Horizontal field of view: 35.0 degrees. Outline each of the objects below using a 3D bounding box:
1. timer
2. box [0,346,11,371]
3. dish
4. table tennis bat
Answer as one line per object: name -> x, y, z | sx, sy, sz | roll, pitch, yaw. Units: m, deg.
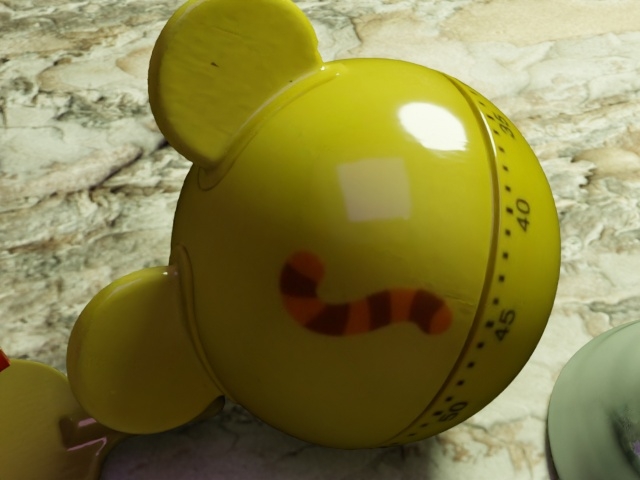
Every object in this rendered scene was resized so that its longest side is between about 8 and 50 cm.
timer -> 0.000, 0.000, 0.867 | 0.387, 0.376, 0.376 | 11, 47, -28
box -> -0.420, 0.130, 0.918 | 0.245, 0.035, 0.139 | -33, 52, -21
dish -> 0.376, 0.173, 0.937 | 0.317, 0.106, 0.316 | 2, 51, -3
table tennis bat -> -0.243, 0.179, 0.912 | 0.321, 0.050, 0.198 | -16, 54, -13
